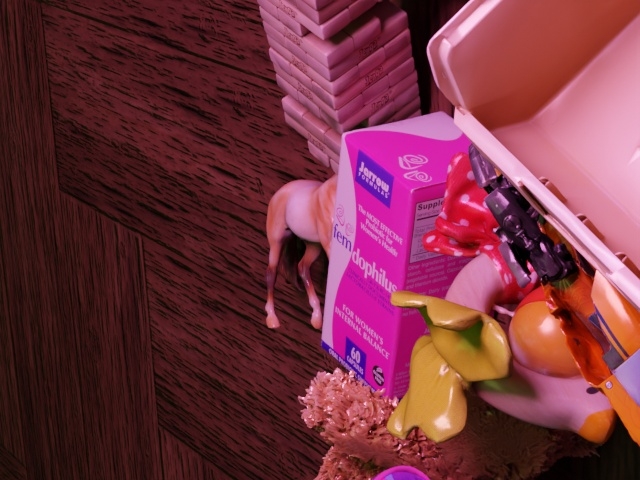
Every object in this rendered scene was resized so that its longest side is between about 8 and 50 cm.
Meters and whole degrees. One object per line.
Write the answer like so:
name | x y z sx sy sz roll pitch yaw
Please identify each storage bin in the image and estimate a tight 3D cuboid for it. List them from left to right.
storage bin | 0.236 -0.098 1.104 0.262 0.260 0.123 49 -175 39

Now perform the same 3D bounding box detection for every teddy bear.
teddy bear | 0.089 0.192 1.564 0.113 0.245 0.338 -69 -1 -48

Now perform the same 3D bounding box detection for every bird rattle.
bird rattle | 0.154 0.060 1.405 0.207 0.253 0.143 25 130 8

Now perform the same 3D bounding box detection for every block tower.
block tower | 0.009 -0.194 1.514 0.091 0.097 0.335 40 157 32

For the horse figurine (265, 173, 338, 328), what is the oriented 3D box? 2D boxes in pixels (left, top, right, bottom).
horse figurine | 0.000 0.000 1.769 0.263 0.066 0.174 178 92 -67

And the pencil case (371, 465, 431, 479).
pencil case | 0.052 0.290 1.523 0.104 0.104 0.236 56 144 33

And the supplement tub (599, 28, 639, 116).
supplement tub | 0.269 -0.053 1.215 0.190 0.117 0.117 49 141 40

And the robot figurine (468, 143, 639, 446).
robot figurine | 0.216 0.032 1.299 0.085 0.211 0.291 -39 63 23

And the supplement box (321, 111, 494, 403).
supplement box | 0.082 0.016 1.590 0.111 0.114 0.220 41 134 46
